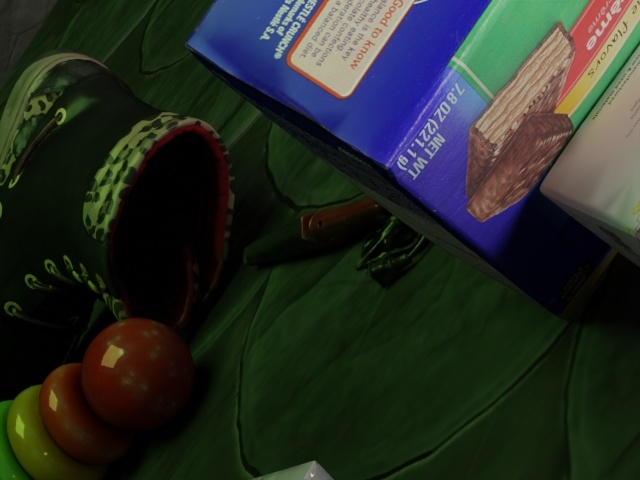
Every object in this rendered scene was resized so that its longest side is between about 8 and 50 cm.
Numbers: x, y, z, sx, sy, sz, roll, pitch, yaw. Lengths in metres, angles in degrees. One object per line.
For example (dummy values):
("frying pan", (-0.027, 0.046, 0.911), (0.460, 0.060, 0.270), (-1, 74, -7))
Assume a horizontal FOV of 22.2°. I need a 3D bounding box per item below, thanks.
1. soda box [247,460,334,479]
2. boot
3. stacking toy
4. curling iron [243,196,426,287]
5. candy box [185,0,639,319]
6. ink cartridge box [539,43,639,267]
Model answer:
("soda box", (-0.072, 0.212, 0.942), (0.286, 0.098, 0.091), (-26, 23, 52))
("boot", (-0.212, 0.030, 1.444), (0.284, 0.138, 0.377), (23, 96, 54))
("stacking toy", (-0.228, 0.174, 1.327), (0.330, 0.141, 0.141), (-37, 26, 22))
("curling iron", (0.000, 0.000, 1.208), (0.068, 0.035, 0.274), (-61, 22, -16))
("candy box", (0.115, -0.122, 0.787), (0.122, 0.317, 0.268), (35, 91, 25))
("ink cartridge box", (0.205, -0.020, 0.681), (0.127, 0.128, 0.176), (-54, 22, 2))
